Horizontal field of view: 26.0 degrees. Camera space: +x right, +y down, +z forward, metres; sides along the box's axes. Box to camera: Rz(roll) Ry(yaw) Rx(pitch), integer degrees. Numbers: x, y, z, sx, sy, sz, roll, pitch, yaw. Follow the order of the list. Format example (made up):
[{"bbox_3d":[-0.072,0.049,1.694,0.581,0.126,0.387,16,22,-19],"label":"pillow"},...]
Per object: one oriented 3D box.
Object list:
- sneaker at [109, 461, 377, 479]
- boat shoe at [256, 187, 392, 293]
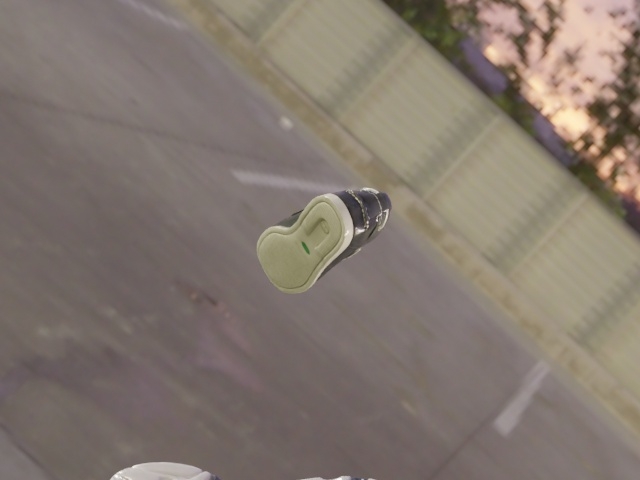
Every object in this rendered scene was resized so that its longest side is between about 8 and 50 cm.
[{"bbox_3d":[-0.013,0.212,0.796,0.235,0.153,0.094,5,48,2],"label":"sneaker"},{"bbox_3d":[0.000,0.000,1.544,0.084,0.079,0.233,62,-32,4],"label":"boat shoe"}]
